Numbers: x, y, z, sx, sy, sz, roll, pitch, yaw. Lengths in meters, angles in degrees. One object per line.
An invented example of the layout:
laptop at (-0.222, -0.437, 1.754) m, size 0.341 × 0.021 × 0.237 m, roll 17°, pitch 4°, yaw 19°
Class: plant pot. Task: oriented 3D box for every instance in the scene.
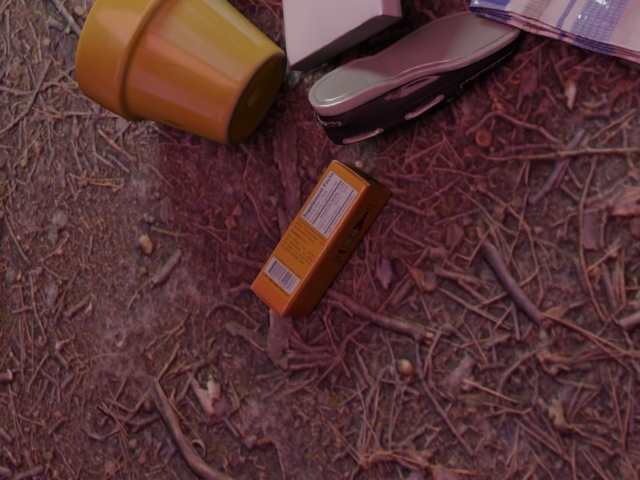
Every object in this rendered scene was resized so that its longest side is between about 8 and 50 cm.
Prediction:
plant pot at (-0.192, -0.267, 1.371) m, size 0.239 × 0.254 × 0.254 m, roll 31°, pitch 101°, yaw 9°

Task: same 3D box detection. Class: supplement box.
supplement box at (0.000, 0.000, 1.332) m, size 0.080 × 0.078 × 0.233 m, roll 42°, pitch 105°, yaw 26°

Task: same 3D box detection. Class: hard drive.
hard drive at (0.014, -0.442, 1.285) m, size 0.233 × 0.047 × 0.352 m, roll -16°, pitch 77°, yaw 56°

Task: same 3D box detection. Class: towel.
towel at (0.353, -0.345, 1.171) m, size 0.285 × 0.034 × 0.209 m, roll 24°, pitch 84°, yaw 27°

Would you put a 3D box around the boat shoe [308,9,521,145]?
boat shoe at (0.136, -0.225, 1.266) m, size 0.303 × 0.091 × 0.114 m, roll -19°, pitch 44°, yaw 10°
